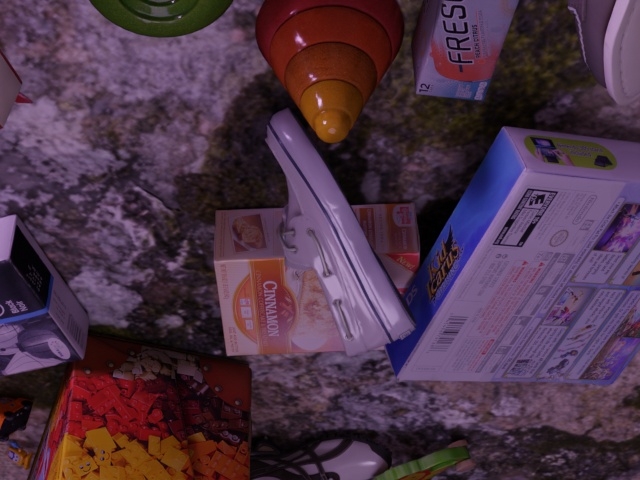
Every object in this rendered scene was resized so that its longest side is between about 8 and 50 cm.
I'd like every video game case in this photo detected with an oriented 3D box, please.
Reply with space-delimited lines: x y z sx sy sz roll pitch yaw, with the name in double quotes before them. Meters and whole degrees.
"video game case" 0.217 0.024 1.262 0.244 0.061 0.269 5 134 -25

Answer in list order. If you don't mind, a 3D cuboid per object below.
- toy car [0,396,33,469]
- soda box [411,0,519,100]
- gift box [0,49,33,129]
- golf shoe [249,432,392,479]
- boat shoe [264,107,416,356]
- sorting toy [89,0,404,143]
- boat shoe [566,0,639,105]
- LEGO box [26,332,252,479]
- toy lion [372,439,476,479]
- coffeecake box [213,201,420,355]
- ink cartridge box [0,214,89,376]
"toy car" -0.344 0.214 1.522 0.040 0.060 0.122 28 133 15
"soda box" 0.116 -0.192 1.064 0.058 0.063 0.183 5 138 -8
"gift box" -0.358 -0.103 0.976 0.276 0.258 0.255 10 154 14
"golf shoe" -0.016 0.269 1.563 0.198 0.094 0.077 -4 137 1
"boat shoe" 0.000 0.000 1.200 0.075 0.083 0.226 -29 99 3
"sorting toy" -0.100 -0.161 1.048 0.365 0.126 0.127 19 135 -22
"boat shoe" 0.218 -0.224 1.012 0.109 0.091 0.305 -41 147 -20
"LEGO box" -0.235 0.400 1.495 0.193 0.372 0.500 12 136 -15
"toy lion" 0.110 0.257 1.568 0.100 0.034 0.096 -34 156 31
"coffeecake box" -0.001 0.038 1.319 0.185 0.068 0.142 -3 138 1
"ink cartridge box" -0.410 0.080 1.362 0.332 0.065 0.165 -12 138 14
